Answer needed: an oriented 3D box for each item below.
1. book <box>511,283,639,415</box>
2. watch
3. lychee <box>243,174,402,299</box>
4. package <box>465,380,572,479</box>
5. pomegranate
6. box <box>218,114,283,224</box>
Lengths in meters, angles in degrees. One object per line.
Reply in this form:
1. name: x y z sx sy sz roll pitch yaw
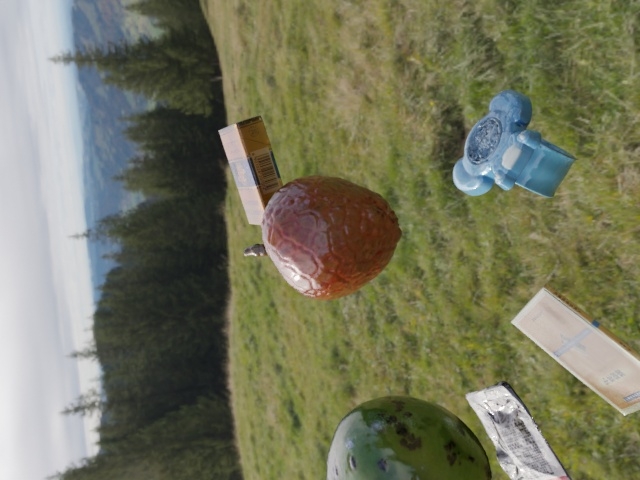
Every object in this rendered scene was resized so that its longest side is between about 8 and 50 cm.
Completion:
1. book: 0.436 0.182 1.001 0.241 0.018 0.170 40 159 17
2. watch: 0.383 -0.156 1.161 0.211 0.193 0.211 -38 44 50
3. lychee: 0.000 0.000 1.166 0.255 0.300 0.255 55 -166 -22
4. package: 0.395 0.407 1.249 0.239 0.030 0.154 61 147 12
5. pomegranate: 0.147 0.402 1.027 0.323 0.290 0.291 48 -147 -83
6. box: -0.151 -0.155 1.399 0.152 0.070 0.237 7 115 66
